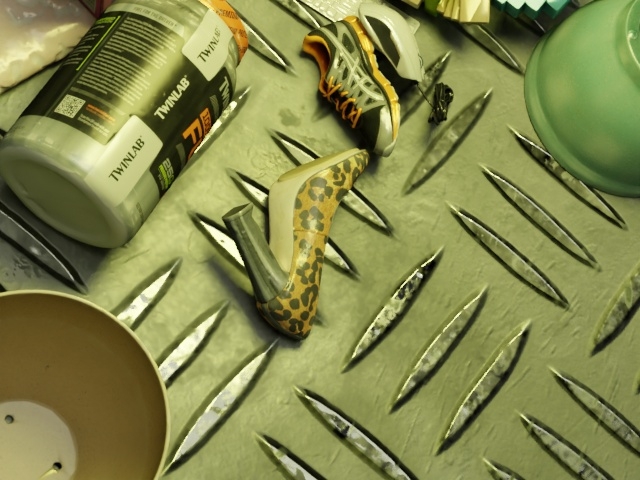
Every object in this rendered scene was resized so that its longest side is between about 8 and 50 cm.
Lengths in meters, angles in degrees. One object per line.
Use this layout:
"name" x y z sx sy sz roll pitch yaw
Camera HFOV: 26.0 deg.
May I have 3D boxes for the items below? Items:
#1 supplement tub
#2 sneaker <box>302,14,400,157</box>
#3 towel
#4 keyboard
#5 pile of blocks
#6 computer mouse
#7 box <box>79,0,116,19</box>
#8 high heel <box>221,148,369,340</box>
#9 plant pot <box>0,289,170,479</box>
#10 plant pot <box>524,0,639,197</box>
"supplement tub" -0.230 -0.163 1.681 0.193 0.193 0.316 34 65 -3
"sneaker" 0.042 -0.200 1.847 0.083 0.084 0.215 -12 63 -22
"towel" -0.408 -0.367 1.783 0.332 0.053 0.317 -35 83 -25
"keyboard" 0.015 -0.344 1.927 0.256 0.014 0.072 32 64 -3
"pile of blocks" 0.249 -0.359 1.941 0.362 0.112 0.149 5 83 5
"computer mouse" 0.120 -0.249 1.866 0.193 0.042 0.106 53 25 -8
"box" -0.216 -0.418 1.696 0.243 0.213 0.117 -43 88 -17
"high heel" 0.000 0.000 1.773 0.261 0.093 0.186 -34 105 -38
"plant pot" -0.320 0.218 1.508 0.284 0.191 0.284 6 67 -15
"plant pot" 0.457 -0.230 1.922 0.293 0.196 0.293 6 69 -15
